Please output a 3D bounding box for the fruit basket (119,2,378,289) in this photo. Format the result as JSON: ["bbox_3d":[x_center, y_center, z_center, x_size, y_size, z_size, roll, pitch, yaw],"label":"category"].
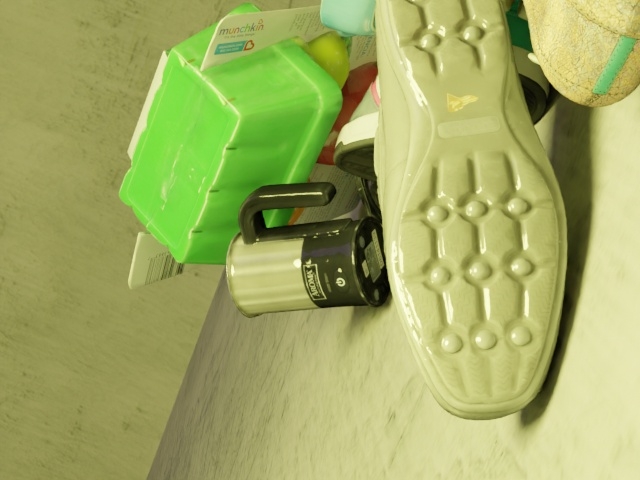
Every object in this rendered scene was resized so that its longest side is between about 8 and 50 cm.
[{"bbox_3d":[-0.029,-0.120,1.491,0.353,0.165,0.327,-26,-30,-47],"label":"fruit basket"}]

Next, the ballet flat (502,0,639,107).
[{"bbox_3d":[0.154,-0.174,0.934,0.316,0.107,0.106,-83,7,-61],"label":"ballet flat"}]

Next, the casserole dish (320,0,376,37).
[{"bbox_3d":[0.063,-0.212,0.997,0.114,0.037,0.188,-25,-37,-48],"label":"casserole dish"}]

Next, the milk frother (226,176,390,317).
[{"bbox_3d":[0.000,0.000,1.392,0.143,0.134,0.129,-17,-80,-64],"label":"milk frother"}]

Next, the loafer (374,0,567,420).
[{"bbox_3d":[0.090,-0.034,0.919,0.111,0.112,0.319,80,-173,-62],"label":"loafer"}]

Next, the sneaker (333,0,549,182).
[{"bbox_3d":[0.097,-0.157,1.162,0.295,0.123,0.178,148,136,-65],"label":"sneaker"}]
